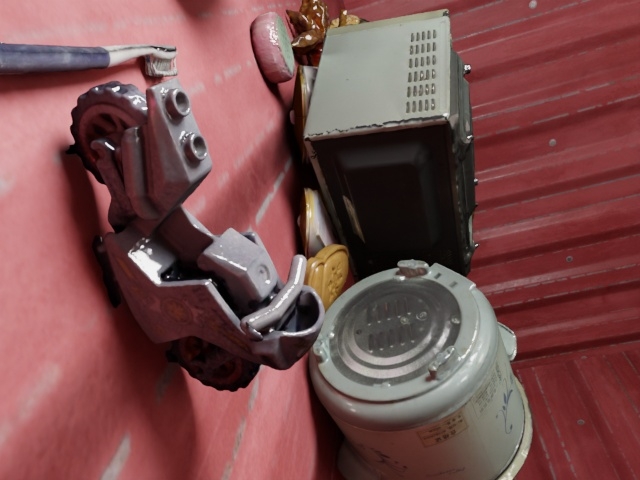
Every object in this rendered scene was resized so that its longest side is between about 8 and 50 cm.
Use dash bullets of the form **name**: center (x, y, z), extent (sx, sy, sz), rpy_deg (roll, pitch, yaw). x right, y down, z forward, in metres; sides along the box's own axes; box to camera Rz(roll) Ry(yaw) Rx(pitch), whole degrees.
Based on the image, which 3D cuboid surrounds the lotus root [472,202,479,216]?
- **lotus root**: center (0.200, -0.037, 1.231), extent (0.316, 0.315, 0.250), rpy_deg (64, 30, -47)

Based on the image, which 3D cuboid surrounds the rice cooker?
- **rice cooker**: center (0.136, 0.198, 0.753), extent (0.264, 0.316, 0.317), rpy_deg (28, -34, 50)

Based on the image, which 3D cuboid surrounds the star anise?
- **star anise**: center (-0.001, -0.389, 1.145), extent (0.196, 0.111, 0.213), rpy_deg (-70, 154, -54)

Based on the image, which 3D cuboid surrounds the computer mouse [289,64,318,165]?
- **computer mouse**: center (-0.001, -0.220, 0.973), extent (0.310, 0.071, 0.158), rpy_deg (-51, 141, -70)

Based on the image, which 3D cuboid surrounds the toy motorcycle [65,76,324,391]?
- **toy motorcycle**: center (-0.071, 0.008, 0.338), extent (0.080, 0.122, 0.216), rpy_deg (-53, 131, -54)

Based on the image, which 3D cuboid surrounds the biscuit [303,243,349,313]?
- **biscuit**: center (0.010, 0.065, 0.782), extent (0.140, 0.023, 0.118), rpy_deg (-40, 136, -59)

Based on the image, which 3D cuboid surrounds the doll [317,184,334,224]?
- **doll**: center (0.036, -0.075, 1.042), extent (0.106, 0.062, 0.162), rpy_deg (-71, 159, -9)

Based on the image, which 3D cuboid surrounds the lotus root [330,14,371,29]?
- **lotus root**: center (0.101, -0.408, 1.423), extent (0.183, 0.182, 0.310), rpy_deg (-87, 160, -52)

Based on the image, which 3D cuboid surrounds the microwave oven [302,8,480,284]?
- **microwave oven**: center (0.136, -0.127, 0.887), extent (0.355, 0.218, 0.287), rpy_deg (68, 23, -47)

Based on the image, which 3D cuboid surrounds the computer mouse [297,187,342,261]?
- **computer mouse**: center (-0.002, 0.001, 0.842), extent (0.199, 0.044, 0.102), rpy_deg (59, 23, -59)

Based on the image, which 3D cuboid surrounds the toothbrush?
- **toothbrush**: center (-0.149, -0.113, 0.352), extent (0.288, 0.024, 0.026), rpy_deg (-68, 157, -71)

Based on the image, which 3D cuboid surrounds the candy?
- **candy**: center (-0.071, -0.288, 0.843), extent (0.103, 0.043, 0.103), rpy_deg (-11, 90, -80)
